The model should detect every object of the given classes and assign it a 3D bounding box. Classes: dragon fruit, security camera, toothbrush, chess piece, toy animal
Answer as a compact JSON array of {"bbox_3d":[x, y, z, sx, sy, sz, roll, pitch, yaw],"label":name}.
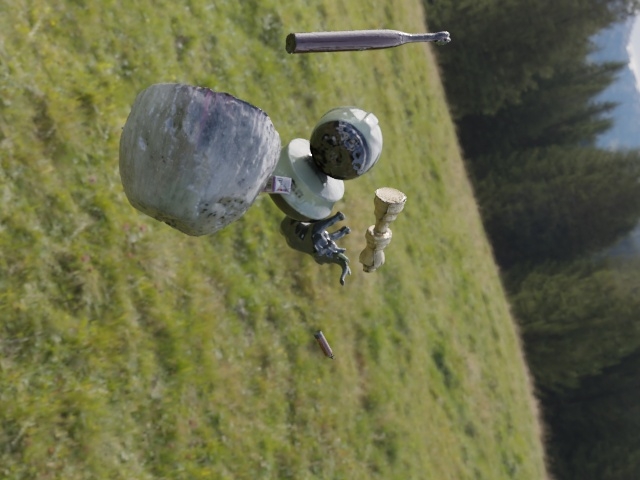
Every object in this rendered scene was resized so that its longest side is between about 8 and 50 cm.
[{"bbox_3d":[-0.219,-0.135,1.489,0.283,0.204,0.221,22,76,-17],"label":"dragon fruit"},{"bbox_3d":[0.021,-0.181,1.847,0.197,0.277,0.191,50,30,-4],"label":"security camera"},{"bbox_3d":[0.095,-0.366,1.534,0.364,0.041,0.040,-11,82,-32],"label":"toothbrush"},{"bbox_3d":[0.108,-0.012,1.541,0.060,0.060,0.172,-75,179,-58],"label":"chess piece"},{"bbox_3d":[0.009,-0.005,1.980,0.269,0.137,0.082,36,-21,35],"label":"toy animal"}]

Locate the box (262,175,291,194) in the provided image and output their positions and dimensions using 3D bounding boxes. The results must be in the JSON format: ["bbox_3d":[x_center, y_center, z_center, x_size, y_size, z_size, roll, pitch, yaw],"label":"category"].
[{"bbox_3d":[-0.118,-0.118,1.769,0.051,0.117,0.036,5,90,-44],"label":"box"}]

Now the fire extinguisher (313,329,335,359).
[{"bbox_3d":[0.011,0.256,2.035,0.022,0.028,0.083,-46,117,-40],"label":"fire extinguisher"}]
